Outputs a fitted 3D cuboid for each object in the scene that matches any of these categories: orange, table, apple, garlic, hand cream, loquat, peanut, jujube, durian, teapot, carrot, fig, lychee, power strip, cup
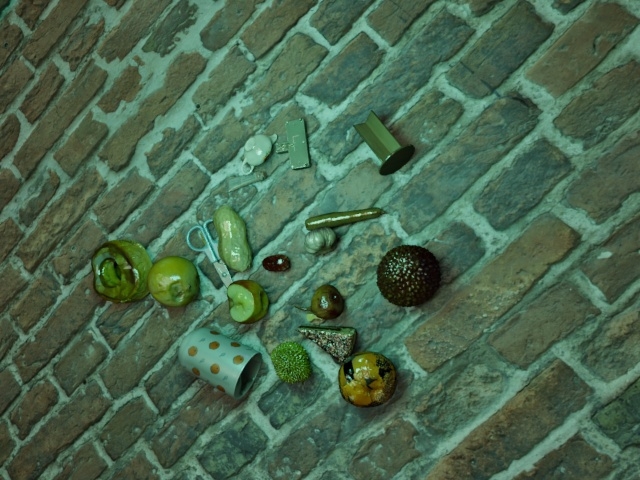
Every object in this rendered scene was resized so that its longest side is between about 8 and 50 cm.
[{"bbox_3d":[0.183,0.542,1.630,0.235,0.182,0.234,-3,107,-8],"label":"orange"},{"bbox_3d":[0.242,-0.398,1.676,0.167,0.167,0.226,-38,70,12],"label":"table"},{"bbox_3d":[-0.318,0.263,1.806,0.174,0.160,0.195,-11,84,12],"label":"apple"},{"bbox_3d":[0.000,0.000,1.729,0.147,0.159,0.101,-37,62,25],"label":"garlic"},{"bbox_3d":[-0.343,-0.271,1.895,0.210,0.043,0.067,-12,78,20],"label":"hand cream"},{"bbox_3d":[-0.662,0.183,1.887,0.244,0.244,0.243,0,88,16],"label":"loquat"},{"bbox_3d":[-0.392,-0.008,1.850,0.149,0.149,0.312,-15,84,16],"label":"peanut"},{"bbox_3d":[-0.195,0.097,1.823,0.130,0.077,0.077,-3,87,25],"label":"jujube"},{"bbox_3d":[-0.116,0.512,1.740,0.146,0.159,0.198,-40,80,11],"label":"durian"},{"bbox_3d":[-0.285,-0.393,1.842,0.226,0.092,0.145,-54,44,6],"label":"teapot"},{"bbox_3d":[0.101,-0.094,1.746,0.343,0.070,0.070,-10,86,11],"label":"carrot"},{"bbox_3d":[-0.008,0.278,1.738,0.201,0.146,0.134,-29,124,23],"label":"fig"},{"bbox_3d":[0.327,0.123,1.571,0.272,0.271,0.271,0,88,16],"label":"lychee"},{"bbox_3d":[-0.126,-0.413,1.822,0.145,0.061,0.215,-9,85,15],"label":"power strip"},{"bbox_3d":[-0.443,0.516,1.810,0.318,0.212,0.212,22,95,17],"label":"cup"}]

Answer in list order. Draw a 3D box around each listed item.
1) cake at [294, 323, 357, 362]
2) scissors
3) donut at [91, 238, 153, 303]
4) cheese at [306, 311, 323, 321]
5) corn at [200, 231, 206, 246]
[{"bbox_3d":[0.035,0.379,1.728,0.246,0.112,0.135,32,94,18],"label":"cake"},{"bbox_3d":[-0.455,0.120,1.910,0.193,0.029,0.446,-25,86,-1],"label":"scissors"},{"bbox_3d":[-0.966,0.153,2.003,0.331,0.160,0.329,1,92,24],"label":"donut"},{"bbox_3d":[-0.020,0.325,1.785,0.084,0.030,0.044,-6,89,14],"label":"cheese"},{"bbox_3d":[-0.542,-0.008,1.949,0.028,0.027,0.083,-17,84,-6],"label":"corn"}]
